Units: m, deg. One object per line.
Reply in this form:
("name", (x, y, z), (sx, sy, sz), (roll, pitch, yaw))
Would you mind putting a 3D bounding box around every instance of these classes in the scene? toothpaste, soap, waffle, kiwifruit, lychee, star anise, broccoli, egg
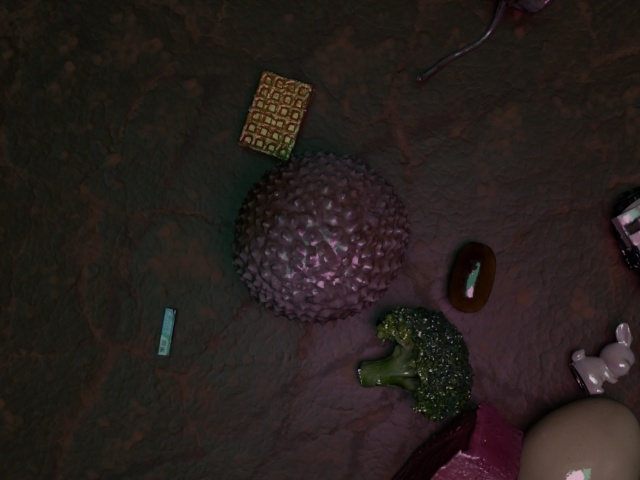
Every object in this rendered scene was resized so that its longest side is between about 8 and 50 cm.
("toothpaste", (-0.268, 0.160, 1.448), (0.020, 0.017, 0.083), (9, 86, 1))
("soap", (0.193, 0.408, 1.333), (0.112, 0.182, 0.289), (40, 126, 0))
("waffle", (-0.077, -0.219, 1.457), (0.102, 0.042, 0.148), (19, 87, 1))
("kiwifruit", (0.260, 0.065, 1.416), (0.075, 0.075, 0.124), (12, 82, 2))
("lychee", (0.001, -0.006, 1.328), (0.300, 0.300, 0.300), (0, 86, 1))
("star anise", (0.300, -0.358, 1.438), (0.218, 0.148, 0.227), (7, 116, -30))
("broccoli", (0.149, 0.208, 1.377), (0.194, 0.194, 0.219), (-26, 110, -1))
("egg", (0.415, 0.364, 1.332), (0.188, 0.188, 0.253), (43, 84, 4))

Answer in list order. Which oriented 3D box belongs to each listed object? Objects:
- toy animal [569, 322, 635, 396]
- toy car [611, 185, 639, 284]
("toy animal", (0.489, 0.206, 1.402), (0.124, 0.071, 0.085), (-30, 67, 8))
("toy car", (0.647, -0.042, 1.395), (0.301, 0.118, 0.193), (-27, 84, -2))
